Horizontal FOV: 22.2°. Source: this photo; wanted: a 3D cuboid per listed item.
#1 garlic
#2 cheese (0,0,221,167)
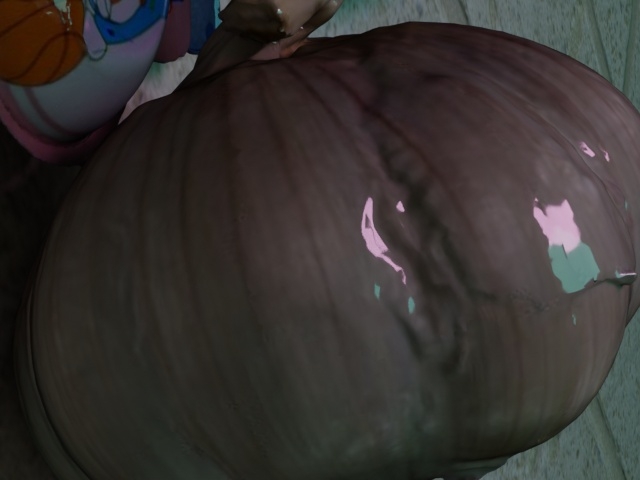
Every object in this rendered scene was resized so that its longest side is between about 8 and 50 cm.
[{"bbox_3d":[0.007,0.015,0.746,0.241,0.322,0.322,46,37,-15],"label":"garlic"},{"bbox_3d":[-0.105,-0.130,0.761,0.286,0.074,0.188,-19,109,-70],"label":"cheese"}]
